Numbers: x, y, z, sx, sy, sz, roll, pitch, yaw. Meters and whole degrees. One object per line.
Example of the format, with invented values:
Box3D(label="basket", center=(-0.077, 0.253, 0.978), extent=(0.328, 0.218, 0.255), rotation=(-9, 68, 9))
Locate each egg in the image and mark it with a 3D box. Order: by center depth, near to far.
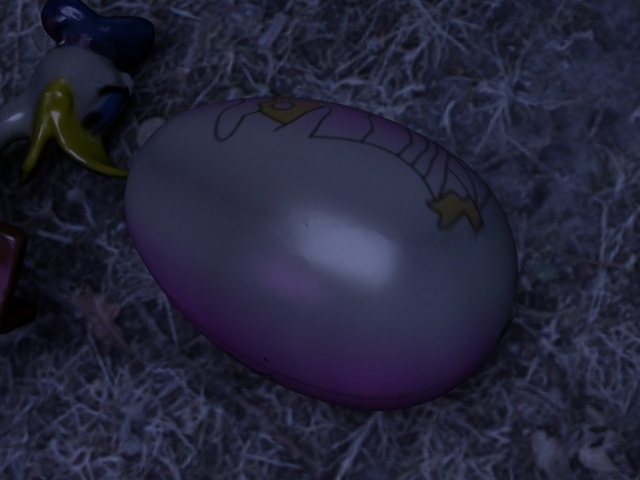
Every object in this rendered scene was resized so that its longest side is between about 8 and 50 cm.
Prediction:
Box3D(label="egg", center=(0.000, 0.000, 1.019), extent=(0.271, 0.196, 0.196), rotation=(37, 84, 20))

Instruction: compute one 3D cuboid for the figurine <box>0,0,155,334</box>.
Box3D(label="figurine", center=(-0.254, -0.068, 1.065), extent=(0.338, 0.204, 0.283), rotation=(-34, 51, -14))
